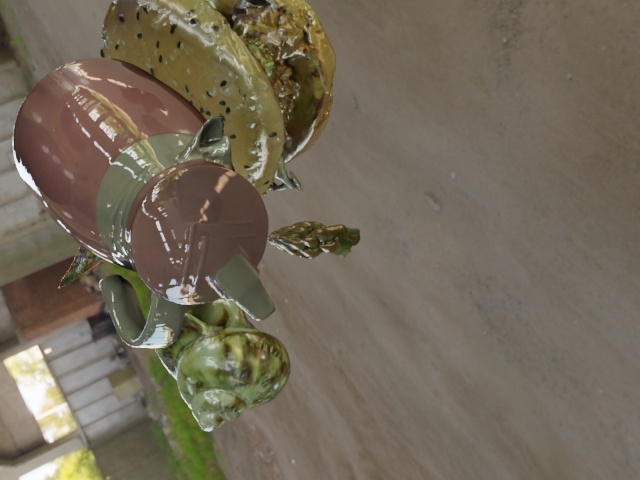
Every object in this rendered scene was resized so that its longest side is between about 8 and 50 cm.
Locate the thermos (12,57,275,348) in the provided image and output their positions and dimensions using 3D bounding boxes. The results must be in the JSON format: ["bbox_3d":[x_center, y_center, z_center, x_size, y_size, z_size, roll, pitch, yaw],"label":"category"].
[{"bbox_3d":[-0.133,-0.030,0.574,0.265,0.145,0.177,37,118,54],"label":"thermos"}]

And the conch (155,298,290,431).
[{"bbox_3d":[-0.126,0.125,0.890,0.187,0.124,0.181,35,-173,-22],"label":"conch"}]

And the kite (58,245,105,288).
[{"bbox_3d":[-0.349,-0.018,1.224,0.014,0.241,0.183,30,180,-45],"label":"kite"}]

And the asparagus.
[{"bbox_3d":[0.000,0.000,1.504,0.080,0.287,0.080,-3,85,39],"label":"asparagus"}]

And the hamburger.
[{"bbox_3d":[-0.124,-0.205,1.038,0.276,0.195,0.318,13,130,42],"label":"hamburger"}]
